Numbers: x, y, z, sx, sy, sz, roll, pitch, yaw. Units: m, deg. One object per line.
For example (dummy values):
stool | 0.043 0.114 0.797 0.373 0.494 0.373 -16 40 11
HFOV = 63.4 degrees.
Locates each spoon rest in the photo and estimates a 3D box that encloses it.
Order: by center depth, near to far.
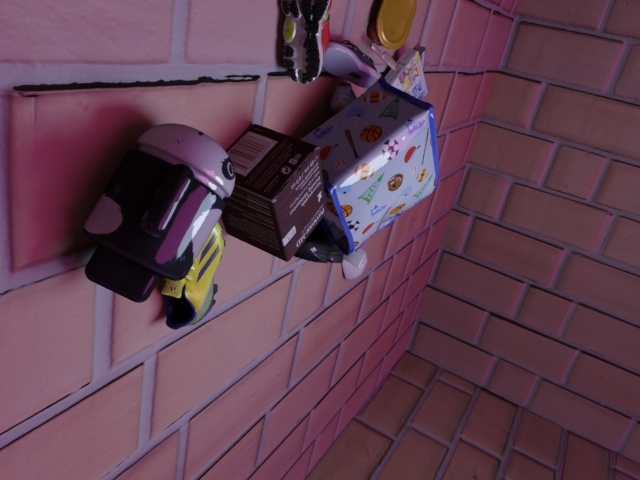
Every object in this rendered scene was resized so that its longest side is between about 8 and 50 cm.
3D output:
spoon rest | 0.123 0.075 1.905 0.137 0.084 0.276 -63 171 -7

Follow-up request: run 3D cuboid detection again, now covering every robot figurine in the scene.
robot figurine | -0.247 -0.045 0.808 0.278 0.209 0.173 -63 144 -10

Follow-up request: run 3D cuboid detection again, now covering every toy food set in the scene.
toy food set | 0.178 -0.588 1.398 0.128 0.071 0.217 16 95 -43

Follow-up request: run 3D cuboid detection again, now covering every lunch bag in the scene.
lunch bag | 0.125 -0.162 1.340 0.328 0.239 0.385 -38 144 -7

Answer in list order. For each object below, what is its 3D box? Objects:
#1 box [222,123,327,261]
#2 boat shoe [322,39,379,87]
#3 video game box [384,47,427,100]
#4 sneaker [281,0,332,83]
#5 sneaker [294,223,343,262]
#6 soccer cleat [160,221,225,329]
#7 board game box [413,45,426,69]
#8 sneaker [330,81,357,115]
box | -0.103 -0.099 1.088 0.168 0.167 0.203 -54 154 -28
boat shoe | 0.071 -0.448 1.271 0.229 0.080 0.076 6 71 -51
video game box | 0.257 -0.469 1.643 0.187 0.048 0.205 -50 151 -6
sneaker | -0.023 -0.465 1.050 0.118 0.107 0.279 -67 170 -56
sneaker | 0.000 0.000 1.530 0.286 0.109 0.130 2 100 -73
soccer cleat | -0.254 0.051 0.993 0.121 0.093 0.289 -38 145 -50
board game box | 0.306 -0.535 1.761 0.136 0.035 0.201 -51 153 -33
sneaker | 0.081 -0.330 1.396 0.237 0.085 0.086 65 42 -66
